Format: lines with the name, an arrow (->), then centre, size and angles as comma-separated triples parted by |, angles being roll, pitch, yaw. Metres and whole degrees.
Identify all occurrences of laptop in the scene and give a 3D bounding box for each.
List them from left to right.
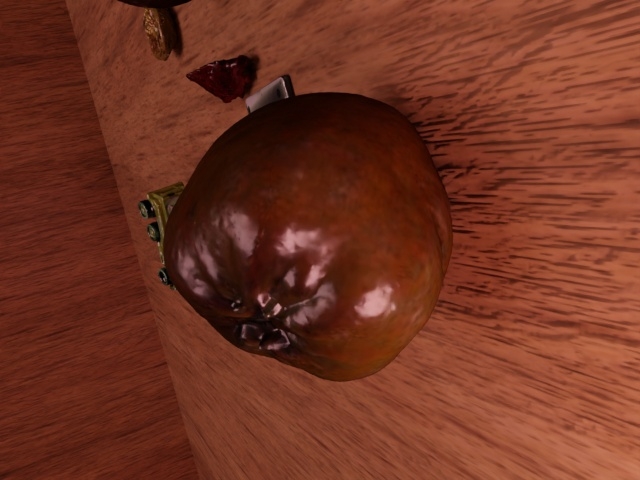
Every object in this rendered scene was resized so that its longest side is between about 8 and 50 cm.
laptop -> -0.055, -0.106, 1.045 | 0.187, 0.015, 0.269 | 1, 107, 67

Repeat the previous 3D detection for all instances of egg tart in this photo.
egg tart -> -0.331, -0.438, 1.398 | 0.130, 0.052, 0.130 | 50, 148, 47

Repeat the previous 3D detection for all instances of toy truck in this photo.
toy truck -> -0.341, 0.002, 1.652 | 0.135, 0.128, 0.259 | 24, 128, 44

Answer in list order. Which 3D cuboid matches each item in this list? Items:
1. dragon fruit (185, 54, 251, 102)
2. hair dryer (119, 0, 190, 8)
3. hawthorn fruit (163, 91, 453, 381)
dragon fruit -> -0.143, -0.258, 1.082 | 0.131, 0.097, 0.063 | -4, 106, 47
hair dryer -> -0.248, -0.485, 0.944 | 0.123, 0.312, 0.340 | 54, 131, 20
hawthorn fruit -> 0.002, -0.023, 0.676 | 0.268, 0.301, 0.268 | 15, 137, 14
